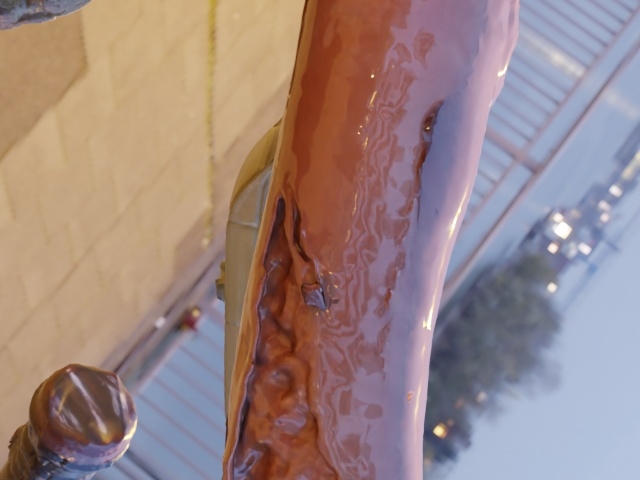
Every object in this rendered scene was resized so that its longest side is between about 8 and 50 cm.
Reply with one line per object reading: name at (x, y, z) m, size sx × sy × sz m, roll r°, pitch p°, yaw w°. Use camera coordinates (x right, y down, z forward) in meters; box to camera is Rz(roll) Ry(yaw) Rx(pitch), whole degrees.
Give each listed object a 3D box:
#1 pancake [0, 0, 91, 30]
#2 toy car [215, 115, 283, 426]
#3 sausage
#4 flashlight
pancake at (-0.190, -0.195, 0.857) m, size 0.158 × 0.158 × 0.028 m, roll -56°, pitch -159°, yaw 23°
toy car at (0.000, 0.000, 0.886) m, size 0.101 × 0.124 × 0.257 m, roll -83°, pitch 175°, yaw -66°
sausage at (0.013, 0.017, 0.451) m, size 0.078 × 0.078 × 0.304 m, roll 14°, pitch 85°, yaw -82°
flashlight at (-0.235, 0.196, 1.225) m, size 0.232 × 0.093 × 0.093 m, roll -49°, pitch 177°, yaw 39°
